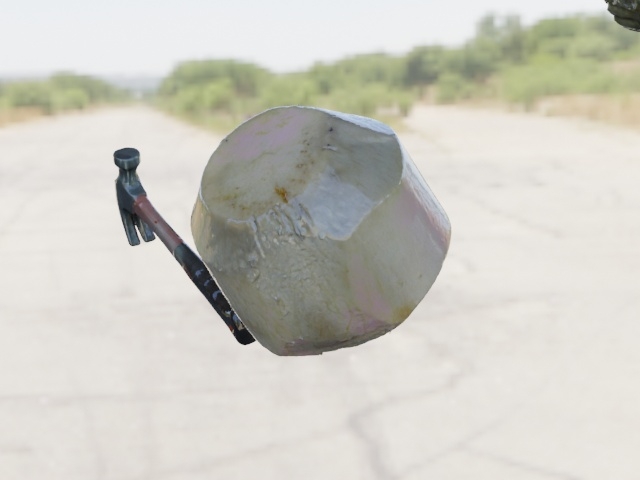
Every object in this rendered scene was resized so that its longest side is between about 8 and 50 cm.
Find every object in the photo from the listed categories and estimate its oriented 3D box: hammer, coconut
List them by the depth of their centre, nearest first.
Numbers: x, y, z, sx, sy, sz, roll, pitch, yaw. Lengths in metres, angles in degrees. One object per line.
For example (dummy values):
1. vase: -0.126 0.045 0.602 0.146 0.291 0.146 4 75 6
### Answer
1. coconut: 0.003 -0.002 1.567 0.241 0.241 0.241 -2 5 0
2. hammer: -0.150 0.015 1.855 0.033 0.111 0.288 -21 45 -25

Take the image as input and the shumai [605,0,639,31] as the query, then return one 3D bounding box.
1. shumai: 0.325 -0.328 1.557 0.218 0.189 0.256 -43 -4 -10
